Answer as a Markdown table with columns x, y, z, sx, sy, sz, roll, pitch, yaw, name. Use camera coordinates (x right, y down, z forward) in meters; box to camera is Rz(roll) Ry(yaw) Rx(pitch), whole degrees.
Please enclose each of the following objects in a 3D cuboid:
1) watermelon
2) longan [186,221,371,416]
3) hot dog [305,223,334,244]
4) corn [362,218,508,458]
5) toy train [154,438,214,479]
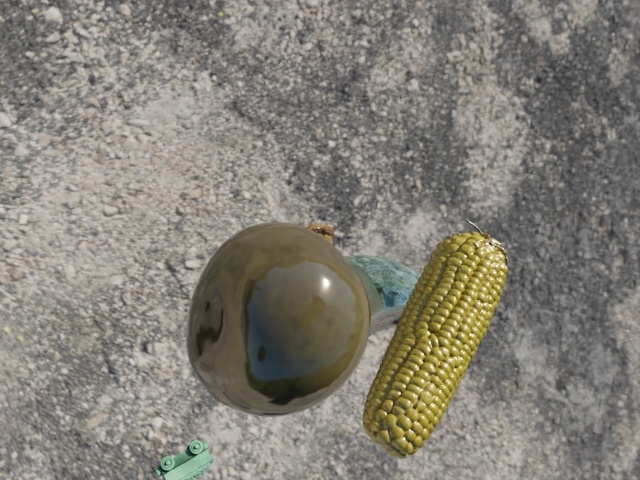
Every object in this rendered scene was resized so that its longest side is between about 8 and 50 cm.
| x | y | z | sx | sy | sz | roll | pitch | yaw | name |
| --- | --- | --- | --- | --- | --- | --- | --- | --- | --- |
| 0.148 | 0.155 | 1.434 | 0.320 | 0.289 | 0.213 | 31 | 96 | -2 | watermelon |
| -0.082 | 0.147 | 1.151 | 0.361 | 0.361 | 0.361 | -2 | 93 | -37 | longan |
| -0.002 | -0.002 | 1.974 | 0.147 | 0.065 | 0.099 | 29 | 69 | -59 | hot dog |
| 0.143 | 0.116 | 0.765 | 0.106 | 0.106 | 0.305 | 48 | 59 | -29 | corn |
| -0.398 | 0.660 | 1.838 | 0.172 | 0.070 | 0.099 | -24 | 69 | -30 | toy train |
